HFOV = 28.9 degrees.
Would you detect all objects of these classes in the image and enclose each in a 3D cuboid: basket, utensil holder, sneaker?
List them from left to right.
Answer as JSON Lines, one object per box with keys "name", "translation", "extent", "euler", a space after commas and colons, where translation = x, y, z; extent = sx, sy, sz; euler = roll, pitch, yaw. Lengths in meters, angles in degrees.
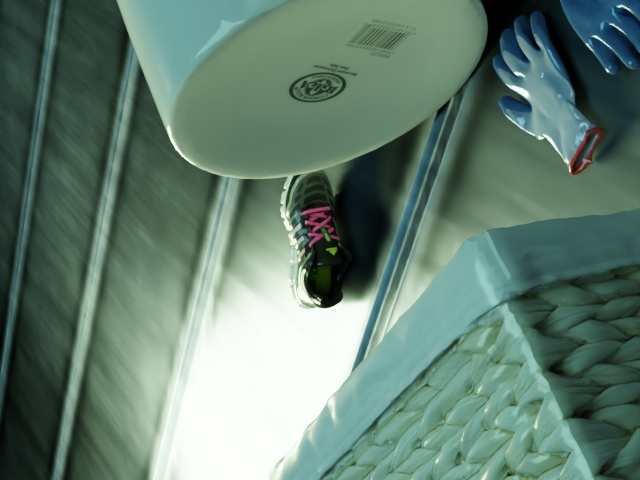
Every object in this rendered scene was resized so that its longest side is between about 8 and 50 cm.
{"name": "utensil holder", "translation": [-0.054, -0.296, 1.174], "extent": [0.327, 0.327, 0.385], "euler": [-51, 52, 50]}
{"name": "sneaker", "translation": [0.000, 0.000, 1.373], "extent": [0.075, 0.063, 0.170], "euler": [22, 117, 58]}
{"name": "basket", "translation": [0.197, 0.165, 0.783], "extent": [0.266, 0.328, 0.331], "euler": [65, 144, 27]}

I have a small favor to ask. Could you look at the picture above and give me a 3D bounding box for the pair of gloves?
{"name": "pair of gloves", "translation": [0.208, -0.163, 1.026], "extent": [0.159, 0.023, 0.198], "euler": [60, 142, 35]}
